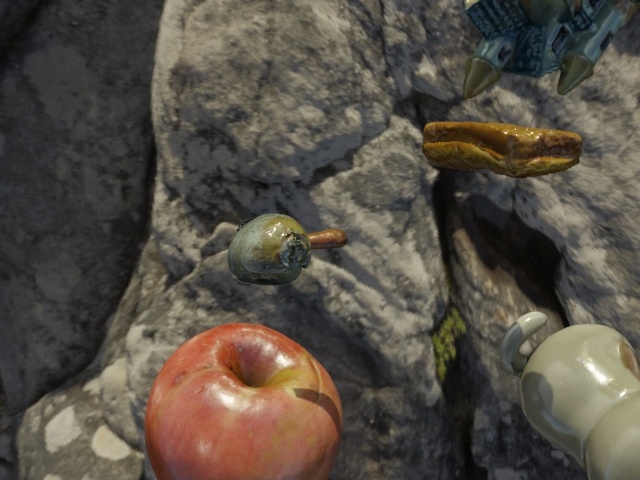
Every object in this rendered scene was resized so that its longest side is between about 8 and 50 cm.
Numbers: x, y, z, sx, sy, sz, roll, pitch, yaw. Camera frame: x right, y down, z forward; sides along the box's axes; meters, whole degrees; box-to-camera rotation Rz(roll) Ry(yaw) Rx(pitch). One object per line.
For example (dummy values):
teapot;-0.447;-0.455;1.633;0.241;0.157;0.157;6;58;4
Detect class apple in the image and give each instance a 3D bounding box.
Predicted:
apple;-0.140;0.349;1.403;0.364;0.364;0.363;1;96;14

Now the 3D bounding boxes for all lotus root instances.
lotus root;-0.066;0.014;0.882;0.088;0.165;0.088;4;80;-24

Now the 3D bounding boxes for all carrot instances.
carrot;0.000;0.000;1.220;0.093;0.032;0.032;-7;95;-25

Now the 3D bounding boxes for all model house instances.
model house;0.348;-0.353;1.244;0.194;0.267;0.325;30;86;46

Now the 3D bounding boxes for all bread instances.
bread;0.266;-0.139;1.168;0.139;0.271;0.077;-4;101;-24

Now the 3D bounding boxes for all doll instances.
doll;0.460;0.283;1.220;0.370;0.226;0.215;48;120;47
